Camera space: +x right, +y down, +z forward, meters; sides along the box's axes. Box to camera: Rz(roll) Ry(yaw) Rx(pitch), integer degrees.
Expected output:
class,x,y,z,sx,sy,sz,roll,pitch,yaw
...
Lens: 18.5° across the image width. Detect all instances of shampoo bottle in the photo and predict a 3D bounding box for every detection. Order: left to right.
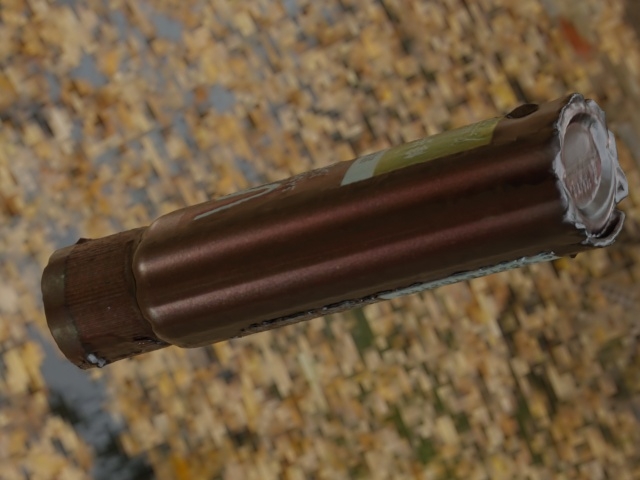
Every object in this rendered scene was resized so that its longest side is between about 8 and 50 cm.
class,x,y,z,sx,sy,sz,roll,pitch,yaw
shampoo bottle,0.000,0.000,1.081,0.129,0.323,0.084,-36,109,-64
